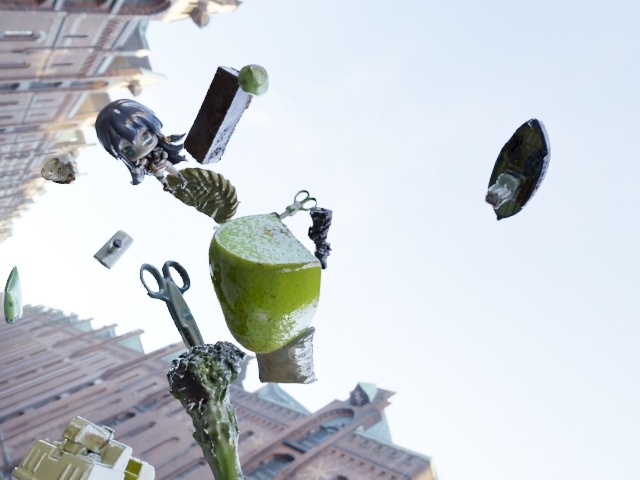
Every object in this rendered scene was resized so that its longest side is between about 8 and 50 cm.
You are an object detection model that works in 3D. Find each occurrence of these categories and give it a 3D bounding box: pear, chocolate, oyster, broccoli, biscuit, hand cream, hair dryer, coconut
[{"bbox_3d":[-0.147,0.124,1.176,0.342,0.239,0.318,-135,-138,-58],"label":"pear"},{"bbox_3d":[-0.321,-0.400,1.528,0.112,0.112,0.321,37,-67,9],"label":"chocolate"},{"bbox_3d":[-0.507,-0.132,0.944,0.083,0.054,0.019,19,-20,22],"label":"oyster"},{"bbox_3d":[-0.194,0.339,0.911,0.165,0.146,0.304,-168,-111,-67],"label":"broccoli"},{"bbox_3d":[-0.384,-0.161,1.632,0.187,0.273,0.036,-38,-144,28],"label":"biscuit"},{"bbox_3d":[-0.814,0.151,1.280,0.095,0.046,0.175,-105,-146,-44],"label":"hand cream"},{"bbox_3d":[-0.667,0.014,1.574,0.073,0.131,0.236,41,-24,-13],"label":"hair dryer"},{"bbox_3d":[-0.183,-0.438,1.317,0.088,0.088,0.096,54,-8,22],"label":"coconut"}]

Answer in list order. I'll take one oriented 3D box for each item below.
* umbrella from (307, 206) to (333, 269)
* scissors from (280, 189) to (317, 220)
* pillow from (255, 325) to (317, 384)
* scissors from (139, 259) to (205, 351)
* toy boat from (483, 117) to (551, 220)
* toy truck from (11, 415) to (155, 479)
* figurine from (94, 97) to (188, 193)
[{"bbox_3d":[-0.003,0.001,1.579,0.080,0.071,0.224,9,-57,18],"label":"umbrella"},{"bbox_3d":[-0.110,-0.114,1.837,0.101,0.204,0.027,44,-19,31],"label":"scissors"},{"bbox_3d":[-0.102,0.335,1.404,0.075,0.185,0.302,-89,178,-45],"label":"pillow"},{"bbox_3d":[-0.322,0.172,1.121,0.041,0.138,0.289,-35,-105,27],"label":"scissors"},{"bbox_3d":[0.442,-0.153,1.101,0.114,0.115,0.262,38,-53,35],"label":"toy boat"},{"bbox_3d":[-0.534,0.567,1.113,0.181,0.254,0.405,17,-28,17],"label":"toy truck"},{"bbox_3d":[-0.481,-0.256,1.304,0.197,0.175,0.265,24,-30,30],"label":"figurine"}]
